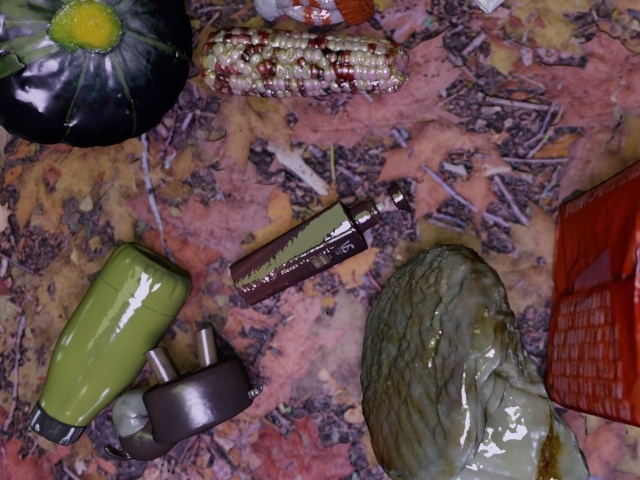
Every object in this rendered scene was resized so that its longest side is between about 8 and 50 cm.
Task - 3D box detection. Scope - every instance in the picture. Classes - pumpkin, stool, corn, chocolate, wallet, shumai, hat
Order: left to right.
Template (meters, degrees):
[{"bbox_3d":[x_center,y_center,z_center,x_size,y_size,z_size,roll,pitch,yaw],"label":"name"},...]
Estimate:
[{"bbox_3d":[-0.324,-0.267,0.780,0.295,0.296,0.296,-2,79,13],"label":"pumpkin"},{"bbox_3d":[-0.175,0.187,0.717,0.217,0.125,0.121,-26,85,16],"label":"stool"},{"bbox_3d":[-0.025,-0.233,0.780,0.280,0.092,0.092,4,81,13],"label":"corn"},{"bbox_3d":[-0.018,-0.333,0.804,0.162,0.112,0.094,-12,49,21],"label":"hat"},{"bbox_3d":[0.168,0.145,0.650,0.203,0.222,0.272,16,69,-23],"label":"shumai"},{"bbox_3d":[0.238,-0.338,0.780,0.083,0.011,0.044,-40,74,4],"label":"wallet"},{"bbox_3d":[0.311,0.056,0.578,0.107,0.237,0.235,7,80,4],"label":"chocolate"}]

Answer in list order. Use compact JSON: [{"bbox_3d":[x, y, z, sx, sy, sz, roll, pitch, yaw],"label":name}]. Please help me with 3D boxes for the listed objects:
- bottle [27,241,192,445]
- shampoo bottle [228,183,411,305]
[{"bbox_3d":[-0.274,0.135,0.758,0.112,0.112,0.260,32,88,16],"label":"bottle"},{"bbox_3d":[0.001,0.002,0.745,0.236,0.068,0.067,-30,75,8],"label":"shampoo bottle"}]
